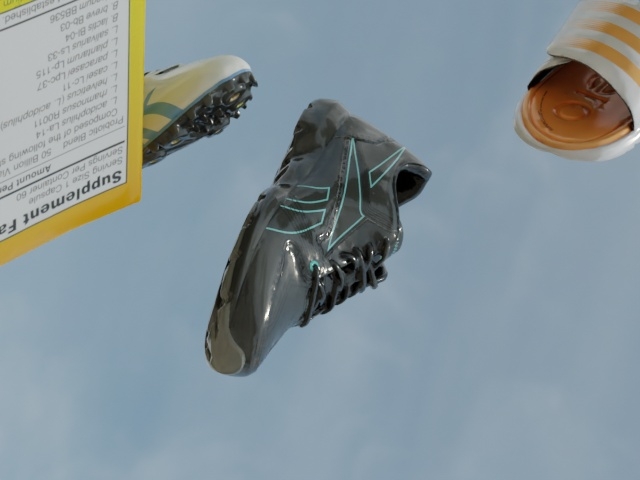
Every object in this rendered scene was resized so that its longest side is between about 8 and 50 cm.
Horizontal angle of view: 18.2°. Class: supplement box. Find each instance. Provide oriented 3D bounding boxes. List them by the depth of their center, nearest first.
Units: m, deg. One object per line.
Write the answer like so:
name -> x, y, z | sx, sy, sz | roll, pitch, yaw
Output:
supplement box -> -0.236, -0.172, 1.172 | 0.195, 0.194, 0.356 | 32, -47, 33

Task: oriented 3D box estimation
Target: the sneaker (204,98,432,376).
sneaker -> 0.000, 0.000, 1.396 | 0.106, 0.267, 0.101 | 25, -43, 2

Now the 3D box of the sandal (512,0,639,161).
sandal -> 0.229, -0.153, 1.465 | 0.102, 0.265, 0.076 | 21, -43, 32

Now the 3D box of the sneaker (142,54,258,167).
sneaker -> -0.131, -0.088, 1.355 | 0.237, 0.085, 0.086 | -20, -85, 51
